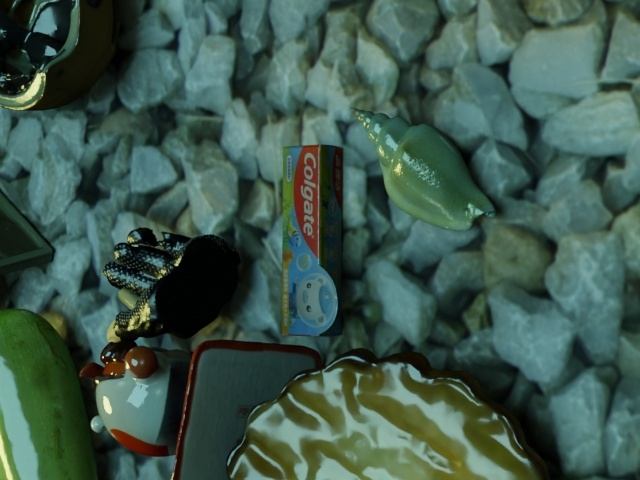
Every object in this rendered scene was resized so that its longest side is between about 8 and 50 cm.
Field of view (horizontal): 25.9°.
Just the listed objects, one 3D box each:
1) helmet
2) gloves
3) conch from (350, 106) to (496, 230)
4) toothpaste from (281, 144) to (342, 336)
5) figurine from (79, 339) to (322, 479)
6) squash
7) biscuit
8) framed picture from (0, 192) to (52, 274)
[{"bbox_3d":[-0.306,-0.249,1.588,0.198,0.130,0.224,2,79,32],"label":"helmet"},{"bbox_3d":[-0.168,0.055,1.510,0.181,0.106,0.129,-9,73,65],"label":"gloves"},{"bbox_3d":[0.090,-0.067,1.333,0.180,0.065,0.088,44,111,19],"label":"conch"},{"bbox_3d":[0.000,0.000,1.409,0.070,0.044,0.193,-1,88,34],"label":"toothpaste"},{"bbox_3d":[-0.148,0.165,1.430,0.226,0.183,0.160,9,89,42],"label":"figurine"},{"bbox_3d":[-0.310,0.254,1.583,0.118,0.118,0.370,-25,77,33],"label":"squash"},{"bbox_3d":[0.064,0.260,1.297,0.326,0.107,0.325,1,92,22],"label":"biscuit"},{"bbox_3d":[-0.503,-0.051,1.661,0.324,0.240,0.020,42,129,28],"label":"framed picture"}]
